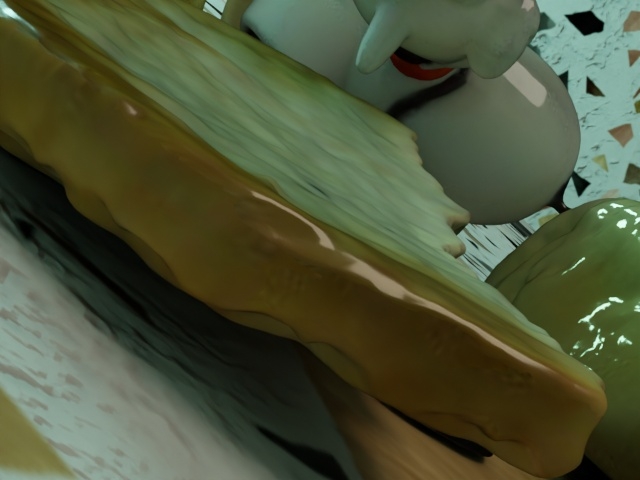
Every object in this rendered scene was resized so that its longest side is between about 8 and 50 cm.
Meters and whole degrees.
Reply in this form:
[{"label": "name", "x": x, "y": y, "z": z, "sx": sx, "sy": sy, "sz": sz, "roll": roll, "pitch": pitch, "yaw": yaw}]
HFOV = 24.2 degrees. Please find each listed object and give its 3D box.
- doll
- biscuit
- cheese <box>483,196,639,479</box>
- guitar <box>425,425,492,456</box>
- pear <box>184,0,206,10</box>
[{"label": "doll", "x": 0.033, "y": -0.115, "z": 0.685, "sx": 0.208, "sy": 0.144, "sz": 0.271, "roll": 30, "pitch": -14, "yaw": 27}, {"label": "biscuit", "x": -0.032, "y": -0.031, "z": 0.463, "sx": 0.205, "sy": 0.040, "sz": 0.309, "roll": 29, "pitch": 11, "yaw": -13}, {"label": "cheese", "x": 0.178, "y": 0.084, "z": 0.681, "sx": 0.214, "sy": 0.117, "sz": 0.226, "roll": 44, "pitch": 1, "yaw": -29}, {"label": "guitar", "x": 0.000, "y": 0.000, "z": 0.584, "sx": 0.088, "sy": 0.025, "sz": 0.233, "roll": 33, "pitch": 11, "yaw": -41}, {"label": "pear", "x": -0.126, "y": -0.248, "z": 0.808, "sx": 0.267, "sy": 0.178, "sz": 0.267, "roll": 41, "pitch": 12, "yaw": -11}]
